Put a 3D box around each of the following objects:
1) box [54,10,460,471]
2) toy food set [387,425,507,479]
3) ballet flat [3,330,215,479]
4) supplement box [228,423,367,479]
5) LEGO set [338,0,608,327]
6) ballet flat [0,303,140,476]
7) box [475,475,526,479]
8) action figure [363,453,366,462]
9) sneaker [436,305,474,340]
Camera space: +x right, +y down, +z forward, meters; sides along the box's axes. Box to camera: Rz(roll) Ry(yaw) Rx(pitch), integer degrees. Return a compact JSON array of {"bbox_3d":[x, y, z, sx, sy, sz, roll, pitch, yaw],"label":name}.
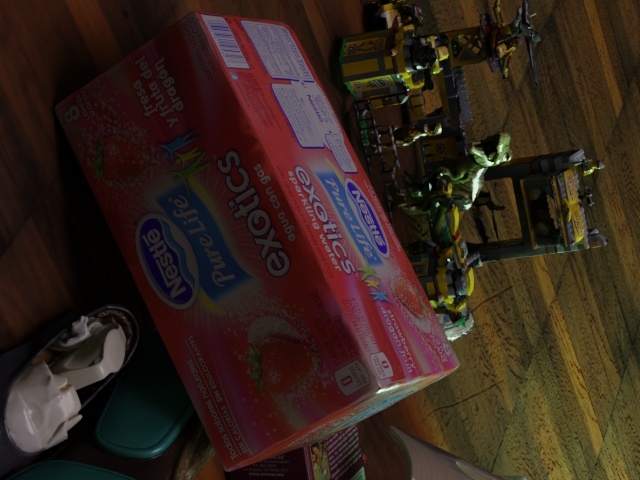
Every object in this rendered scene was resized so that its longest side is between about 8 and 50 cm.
[{"bbox_3d":[-0.045,-0.003,1.379,0.154,0.142,0.300,-8,69,-63],"label":"box"},{"bbox_3d":[0.074,0.334,1.623,0.219,0.092,0.306,29,85,-37],"label":"toy food set"},{"bbox_3d":[-0.154,0.190,1.325,0.342,0.116,0.124,-55,152,-57],"label":"ballet flat"},{"bbox_3d":[-0.027,0.149,1.582,0.104,0.081,0.188,-34,118,-60],"label":"supplement box"},{"bbox_3d":[0.164,-0.087,1.833,0.255,0.192,0.331,-9,91,-66],"label":"LEGO set"},{"bbox_3d":[-0.184,0.098,1.289,0.203,0.074,0.074,-46,127,-55],"label":"ballet flat"},{"bbox_3d":[0.149,0.331,1.901,0.170,0.091,0.130,-40,122,-57],"label":"box"},{"bbox_3d":[0.017,0.229,1.722,0.115,0.030,0.038,-55,130,-53],"label":"action figure"},{"bbox_3d":[0.114,0.076,1.905,0.135,0.052,0.058,-36,112,-61],"label":"sneaker"}]
